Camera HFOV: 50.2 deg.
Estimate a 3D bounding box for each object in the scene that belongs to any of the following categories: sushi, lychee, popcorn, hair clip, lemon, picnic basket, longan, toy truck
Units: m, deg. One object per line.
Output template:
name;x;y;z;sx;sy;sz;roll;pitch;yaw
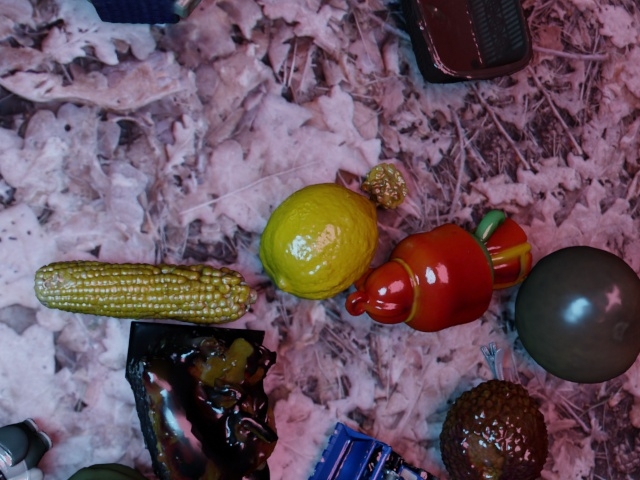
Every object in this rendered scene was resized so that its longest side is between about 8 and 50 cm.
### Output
sushi;-0.166;0.237;0.967;0.216;0.212;0.226;6;83;-17
lychee;0.289;0.324;1.142;0.188;0.188;0.188;3;81;-19
popcorn;0.112;-0.095;1.197;0.083;0.057;0.082;3;80;-16
hair clip;0.327;0.243;1.234;0.030;0.039;0.114;-19;91;-16
lemon;-0.001;0.003;1.080;0.181;0.181;0.193;23;78;-15
picnic basket;0.244;-0.417;1.253;0.223;0.129;0.296;-13;86;-19
longan;0.453;0.127;1.182;0.249;0.248;0.248;3;81;-19
toy truck;0.097;0.388;1.083;0.208;0.126;0.113;32;73;-12

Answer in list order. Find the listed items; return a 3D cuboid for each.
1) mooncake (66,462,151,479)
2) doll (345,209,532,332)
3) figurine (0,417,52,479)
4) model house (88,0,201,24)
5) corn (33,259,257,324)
mooncake;-0.217;0.432;0.856;0.351;0.351;0.187;42;76;-9
doll;0.200;0.064;1.142;0.363;0.160;0.182;-14;130;-24
figurine;-0.449;0.315;0.897;0.147;0.126;0.192;46;38;4
model house;-0.268;-0.489;1.020;0.280;0.245;0.312;39;81;-6
corn;-0.256;0.076;1.023;0.320;0.097;0.096;5;81;-17
